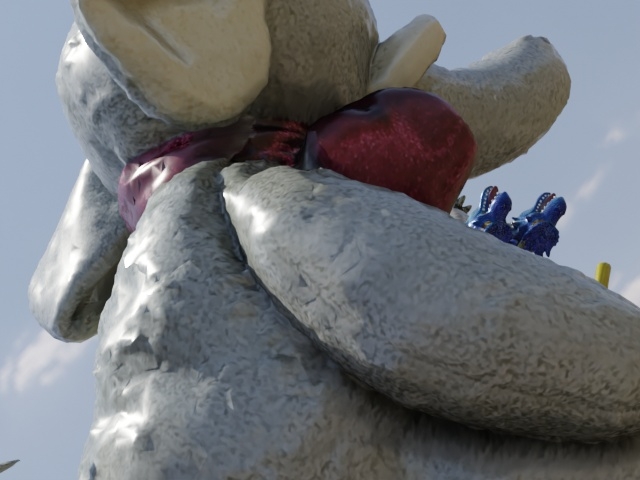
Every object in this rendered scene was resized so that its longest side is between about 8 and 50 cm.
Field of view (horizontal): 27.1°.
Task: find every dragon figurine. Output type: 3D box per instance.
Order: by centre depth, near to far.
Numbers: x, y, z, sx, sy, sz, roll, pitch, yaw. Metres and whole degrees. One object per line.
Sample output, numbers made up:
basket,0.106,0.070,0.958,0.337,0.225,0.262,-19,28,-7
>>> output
dragon figurine,0.072,0.045,1.046,0.085,0.144,0.289,27,-64,-24

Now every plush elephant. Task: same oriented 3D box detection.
plush elephant,0.000,0.000,0.464,0.272,0.330,0.255,136,141,-63

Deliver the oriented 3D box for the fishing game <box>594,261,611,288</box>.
fishing game,0.232,0.113,0.677,0.041,0.264,0.189,-25,38,52
